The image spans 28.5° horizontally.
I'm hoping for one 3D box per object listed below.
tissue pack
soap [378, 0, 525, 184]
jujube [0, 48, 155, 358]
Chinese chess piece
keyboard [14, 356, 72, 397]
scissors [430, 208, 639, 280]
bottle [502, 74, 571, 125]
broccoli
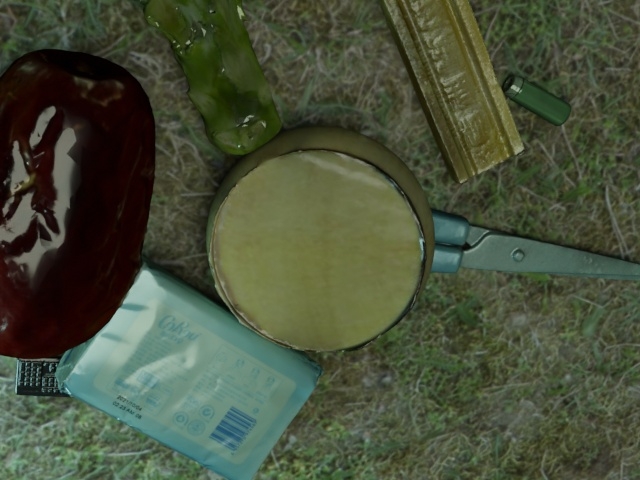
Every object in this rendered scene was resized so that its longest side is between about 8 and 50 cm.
[{"bbox_3d":[-0.152,0.151,1.469,0.263,0.089,0.177,33,94,-22],"label":"tissue pack"},{"bbox_3d":[0.151,-0.192,1.439,0.092,0.037,0.252,-26,113,-3],"label":"soap"},{"bbox_3d":[-0.281,-0.033,1.300,0.223,0.223,0.318,13,111,-17],"label":"jujube"},{"bbox_3d":[0.000,0.000,1.411,0.257,0.104,0.257,1,110,3],"label":"Chinese chess piece"},{"bbox_3d":[-0.281,0.162,1.490,0.155,0.010,0.053,3,111,-14],"label":"keyboard"},{"bbox_3d":[0.200,0.010,1.529,0.447,0.029,0.193,8,108,-15],"label":"scissors"},{"bbox_3d":[0.252,-0.164,1.475,0.083,0.030,0.030,26,103,-19],"label":"bottle"},{"bbox_3d":[-0.158,-0.247,1.282,0.252,0.221,0.361,-28,120,-41],"label":"broccoli"}]
